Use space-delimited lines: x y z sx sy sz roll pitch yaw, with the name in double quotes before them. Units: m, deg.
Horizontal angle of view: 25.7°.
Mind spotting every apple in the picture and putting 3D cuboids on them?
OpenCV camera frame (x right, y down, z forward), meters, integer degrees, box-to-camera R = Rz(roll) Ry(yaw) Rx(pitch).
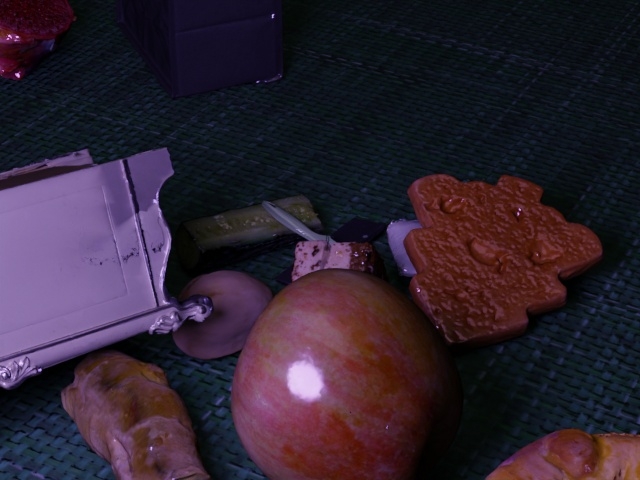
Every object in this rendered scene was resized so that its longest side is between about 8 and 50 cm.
"apple" 0.032 0.168 1.548 0.234 0.256 0.257 28 42 25

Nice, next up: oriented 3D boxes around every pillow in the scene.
"pillow" 0.211 0.008 1.969 0.229 0.051 0.128 -1 36 -3

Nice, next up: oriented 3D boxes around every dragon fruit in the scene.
"dragon fruit" -0.524 -0.340 2.424 0.126 0.161 0.274 45 31 3

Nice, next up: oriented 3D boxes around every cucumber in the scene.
"cucumber" -0.099 -0.005 1.987 0.211 0.062 0.078 -13 53 -32

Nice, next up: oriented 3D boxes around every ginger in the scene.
"ginger" -0.207 0.214 1.600 0.116 0.109 0.263 -14 37 -26

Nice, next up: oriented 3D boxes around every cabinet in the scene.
"cabinet" -0.346 0.031 1.687 0.318 0.227 0.290 -18 11 -29

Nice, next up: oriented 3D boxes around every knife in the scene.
"knife" 0.000 0.000 1.960 0.207 0.014 0.030 35 44 17

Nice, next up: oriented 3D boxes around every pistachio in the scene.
"pistachio" -0.126 0.092 1.795 0.149 0.113 0.113 -10 35 -28

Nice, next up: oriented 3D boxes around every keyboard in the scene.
"keyboard" 0.017 0.019 1.982 0.060 0.018 0.195 17 37 33

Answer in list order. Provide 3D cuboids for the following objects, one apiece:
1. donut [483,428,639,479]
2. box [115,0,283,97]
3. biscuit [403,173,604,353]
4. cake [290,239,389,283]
"donut" 0.285 0.319 1.422 0.317 0.150 0.299 -2 34 -3
"box" -0.223 -0.445 2.455 0.204 0.251 0.345 -13 36 -20
"biscuit" 0.221 0.033 1.889 0.284 0.043 0.306 23 55 10
"cake" 0.016 0.132 1.792 0.112 0.135 0.246 0 61 20
